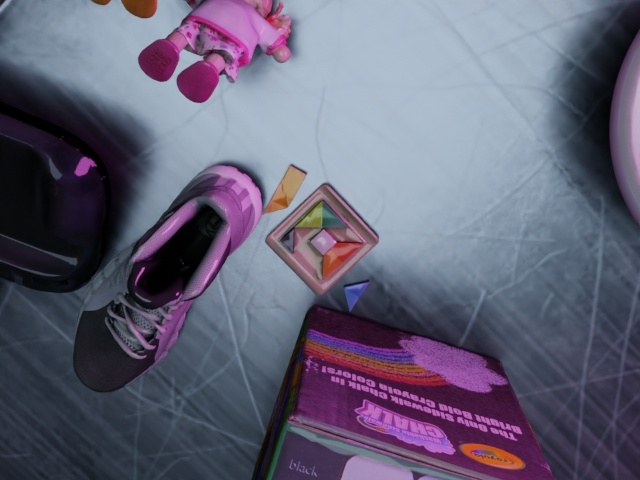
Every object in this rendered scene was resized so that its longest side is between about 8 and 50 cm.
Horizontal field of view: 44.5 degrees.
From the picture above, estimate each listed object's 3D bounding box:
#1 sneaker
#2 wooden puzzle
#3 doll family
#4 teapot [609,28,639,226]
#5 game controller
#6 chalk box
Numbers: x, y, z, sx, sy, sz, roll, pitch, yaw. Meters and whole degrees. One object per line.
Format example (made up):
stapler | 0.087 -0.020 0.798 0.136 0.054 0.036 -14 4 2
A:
sneaker | -0.137 0.042 0.599 0.086 0.132 0.229 36 103 -5
wooden puzzle | 0.000 0.000 0.641 0.116 0.014 0.078 39 103 -6
doll family | -0.122 -0.220 0.528 0.263 0.163 0.118 28 136 -4
teapot | 0.328 -0.081 0.520 0.256 0.187 0.252 -44 70 29
game controller | -0.315 -0.065 0.598 0.319 0.067 0.166 22 127 -2
chalk box | 0.040 0.191 0.543 0.180 0.289 0.179 17 104 0
